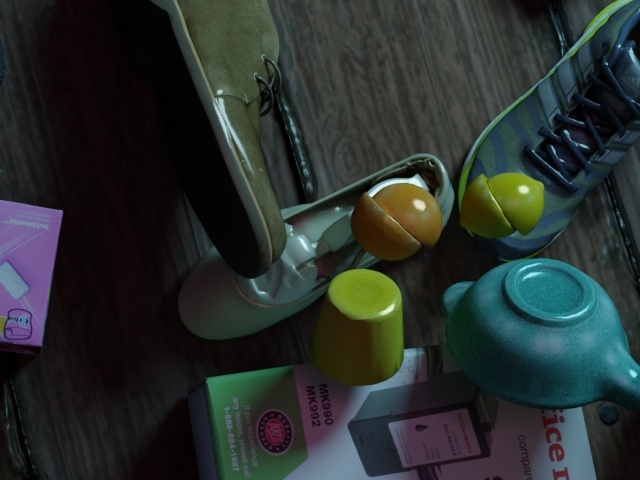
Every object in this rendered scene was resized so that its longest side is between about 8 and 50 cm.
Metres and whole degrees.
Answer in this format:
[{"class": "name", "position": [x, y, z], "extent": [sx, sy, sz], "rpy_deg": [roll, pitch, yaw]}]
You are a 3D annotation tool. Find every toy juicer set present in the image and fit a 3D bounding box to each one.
[{"class": "toy juicer set", "position": [0.165, 0.042, 1.095], "extent": [0.329, 0.089, 0.209], "rpy_deg": [9, 41, 3]}]

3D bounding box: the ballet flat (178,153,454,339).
[{"class": "ballet flat", "position": [0.000, 0.000, 1.176], "extent": [0.248, 0.086, 0.086], "rpy_deg": [-28, 86, -15]}]

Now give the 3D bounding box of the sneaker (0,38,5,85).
[{"class": "sneaker", "position": [-0.396, -0.183, 1.120], "extent": [0.330, 0.130, 0.147], "rpy_deg": [26, 90, -3]}]

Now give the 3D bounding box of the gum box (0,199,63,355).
[{"class": "gum box", "position": [-0.298, 0.018, 1.118], "extent": [0.188, 0.062, 0.107], "rpy_deg": [10, 77, -10]}]

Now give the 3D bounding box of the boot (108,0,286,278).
[{"class": "boot", "position": [-0.069, -0.117, 1.158], "extent": [0.115, 0.112, 0.305], "rpy_deg": [-11, 68, -26]}]

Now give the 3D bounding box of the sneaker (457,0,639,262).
[{"class": "sneaker", "position": [0.223, -0.109, 1.223], "extent": [0.111, 0.121, 0.300], "rpy_deg": [38, 74, -3]}]

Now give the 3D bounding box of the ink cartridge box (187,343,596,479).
[{"class": "ink cartridge box", "position": [0.059, 0.190, 1.131], "extent": [0.289, 0.121, 0.211], "rpy_deg": [-8, 81, -13]}]
